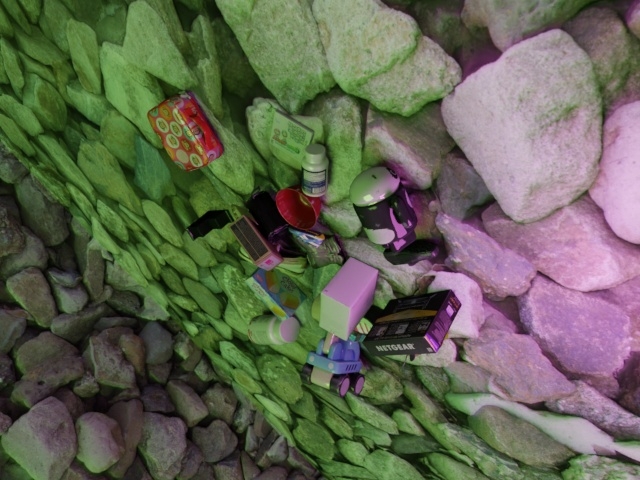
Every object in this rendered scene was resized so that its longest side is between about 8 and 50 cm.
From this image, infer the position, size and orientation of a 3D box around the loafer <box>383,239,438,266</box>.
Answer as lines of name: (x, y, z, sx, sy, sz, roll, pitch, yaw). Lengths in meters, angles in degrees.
loafer: (0.317, 0.049, 1.559, 0.223, 0.076, 0.078, -7, 126, 50)

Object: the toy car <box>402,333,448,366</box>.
toy car: (0.382, 0.415, 1.756, 0.149, 0.188, 0.155, 36, 142, 8)

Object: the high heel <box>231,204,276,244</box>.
high heel: (-0.339, -0.041, 2.021, 0.261, 0.093, 0.186, 45, 137, -19)

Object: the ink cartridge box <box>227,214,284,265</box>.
ink cartridge box: (-0.254, 0.015, 1.802, 0.193, 0.088, 0.234, 53, 179, 13)

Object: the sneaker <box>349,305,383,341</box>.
sneaker: (0.204, 0.375, 1.928, 0.296, 0.124, 0.178, 24, 139, 23)

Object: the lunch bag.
lunch bag: (-0.531, -0.430, 1.796, 0.258, 0.120, 0.293, -4, 123, 43)

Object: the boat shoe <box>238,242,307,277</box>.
boat shoe: (-0.202, 0.061, 1.969, 0.303, 0.113, 0.103, 18, 119, -6)

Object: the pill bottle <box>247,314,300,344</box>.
pill bottle: (-0.248, 0.473, 2.391, 0.283, 0.160, 0.160, -12, 117, 47)

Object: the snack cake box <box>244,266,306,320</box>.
snack cake box: (-0.210, 0.231, 2.130, 0.264, 0.152, 0.089, 49, 142, -9)

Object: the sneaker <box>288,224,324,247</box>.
sneaker: (-0.060, -0.015, 1.738, 0.144, 0.053, 0.059, 23, 123, 2)

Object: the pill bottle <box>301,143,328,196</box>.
pill bottle: (-0.019, -0.242, 1.549, 0.094, 0.094, 0.169, 25, 139, 22)

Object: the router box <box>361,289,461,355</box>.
router box: (0.331, 0.305, 1.652, 0.309, 0.243, 0.081, -20, 111, 50)

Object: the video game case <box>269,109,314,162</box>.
video game case: (-0.104, -0.359, 1.572, 0.157, 0.019, 0.143, 34, 142, 12)

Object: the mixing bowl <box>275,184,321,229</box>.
mixing bowl: (-0.065, -0.140, 1.685, 0.182, 0.098, 0.181, 25, 139, 23)

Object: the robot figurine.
robot figurine: (0.205, -0.101, 1.432, 0.209, 0.173, 0.278, -12, 118, 35)

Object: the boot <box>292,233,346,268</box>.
boot: (0.000, 0.000, 1.802, 0.161, 0.083, 0.246, -15, 114, 34)

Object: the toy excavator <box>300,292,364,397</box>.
toy excavator: (0.060, 0.479, 2.102, 0.223, 0.444, 0.433, 10, 174, 34)

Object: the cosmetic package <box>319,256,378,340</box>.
cosmetic package: (0.111, 0.230, 1.786, 0.138, 0.224, 0.224, 24, 140, 23)

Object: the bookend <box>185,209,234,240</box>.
bookend: (-0.512, -0.071, 2.099, 0.157, 0.156, 0.072, 0, 125, 41)

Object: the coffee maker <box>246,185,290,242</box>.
coffee maker: (-0.210, -0.094, 1.772, 0.178, 0.120, 0.171, 54, -178, 16)
